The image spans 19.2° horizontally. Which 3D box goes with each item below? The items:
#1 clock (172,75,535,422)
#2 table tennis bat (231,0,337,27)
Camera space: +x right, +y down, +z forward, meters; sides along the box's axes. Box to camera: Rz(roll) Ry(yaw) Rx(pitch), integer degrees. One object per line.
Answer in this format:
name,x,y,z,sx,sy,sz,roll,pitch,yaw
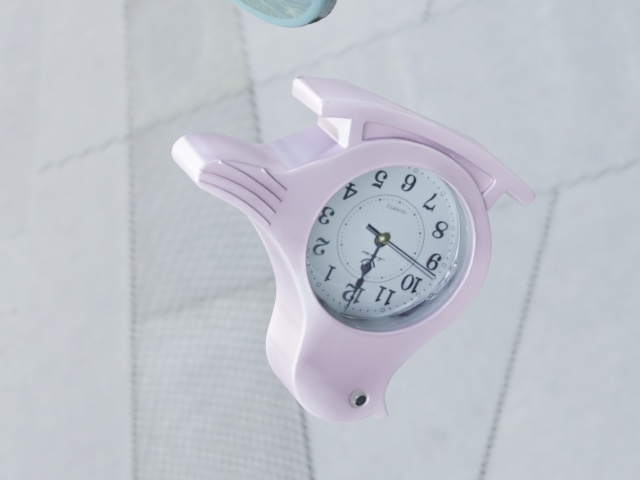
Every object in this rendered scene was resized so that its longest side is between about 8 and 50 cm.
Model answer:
clock,0.000,0.000,1.618,0.275,0.290,0.080,-61,25,8
table tennis bat,-0.060,-0.225,1.122,0.038,0.237,0.149,-41,42,-23
